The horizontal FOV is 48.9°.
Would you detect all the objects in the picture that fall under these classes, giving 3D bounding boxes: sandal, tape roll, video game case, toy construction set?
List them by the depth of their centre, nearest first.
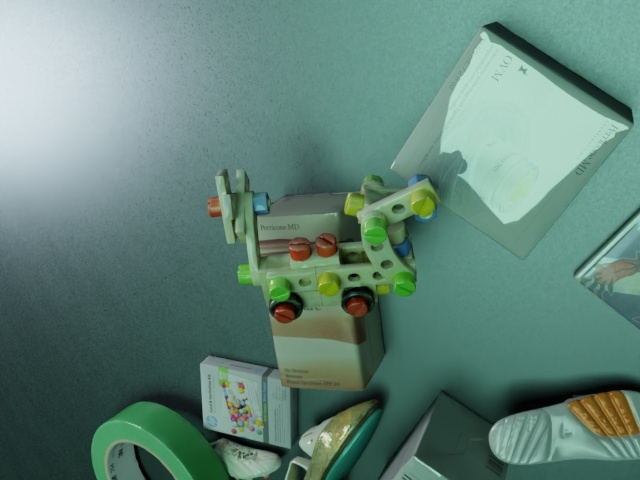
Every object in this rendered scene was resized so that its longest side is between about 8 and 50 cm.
[{"bbox_3d":[0.000,0.000,0.955,0.328,0.151,0.215,5,133,16],"label":"toy construction set"},{"bbox_3d":[0.494,0.039,0.983,0.183,0.023,0.201,39,118,5],"label":"video game case"},{"bbox_3d":[0.392,0.284,1.080,0.265,0.076,0.101,-9,83,13],"label":"sandal"},{"bbox_3d":[-0.319,0.481,1.406,0.321,0.077,0.321,14,117,29],"label":"tape roll"}]

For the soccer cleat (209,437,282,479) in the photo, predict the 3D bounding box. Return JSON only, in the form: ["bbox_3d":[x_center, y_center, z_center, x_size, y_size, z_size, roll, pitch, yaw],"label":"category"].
[{"bbox_3d":[-0.167,0.421,1.366,0.196,0.068,0.076,-9,102,28],"label":"soccer cleat"}]

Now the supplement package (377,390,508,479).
[{"bbox_3d":[0.185,0.398,1.139,0.149,0.194,0.203,34,118,9],"label":"supplement package"}]

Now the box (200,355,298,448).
[{"bbox_3d":[-0.134,0.303,1.325,0.186,0.038,0.145,8,111,21],"label":"box"}]

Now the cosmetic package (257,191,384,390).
[{"bbox_3d":[0.002,0.081,1.138,0.153,0.129,0.296,-3,106,23],"label":"cosmetic package"}]

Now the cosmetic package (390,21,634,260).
[{"bbox_3d":[0.256,-0.137,0.954,0.225,0.138,0.224,35,118,6],"label":"cosmetic package"}]

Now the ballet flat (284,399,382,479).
[{"bbox_3d":[0.002,0.407,1.270,0.123,0.123,0.348,25,116,13],"label":"ballet flat"}]
